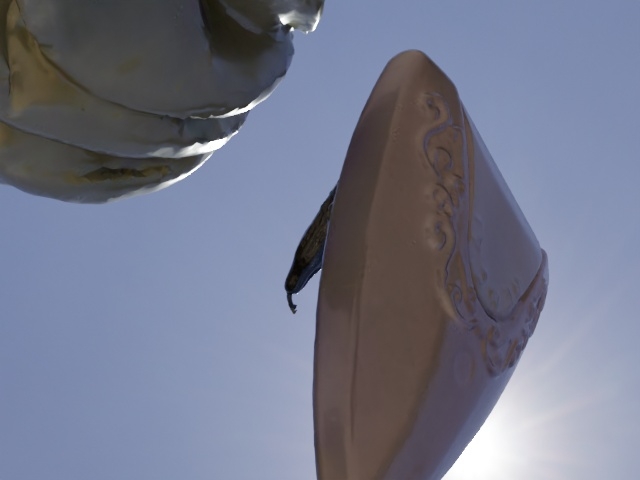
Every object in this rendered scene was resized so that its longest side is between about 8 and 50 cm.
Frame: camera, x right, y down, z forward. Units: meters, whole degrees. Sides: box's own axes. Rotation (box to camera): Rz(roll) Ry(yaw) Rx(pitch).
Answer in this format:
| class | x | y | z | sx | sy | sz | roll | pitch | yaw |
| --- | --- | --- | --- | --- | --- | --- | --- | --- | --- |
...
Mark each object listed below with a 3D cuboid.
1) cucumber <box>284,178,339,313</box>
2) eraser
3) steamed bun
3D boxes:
| class | x | y | z | sx | sy | sz | roll | pitch | yaw |
| --- | --- | --- | --- | --- | --- | --- | --- | --- | --- |
| cucumber | 0.000 | 0.000 | 0.932 | 0.163 | 0.043 | 0.039 | -54 | -160 | 22 |
| eraser | 0.065 | 0.046 | 0.518 | 0.059 | 0.204 | 0.243 | -6 | -135 | 36 |
| steamed bun | -0.074 | -0.149 | 0.425 | 0.207 | 0.268 | 0.280 | 9 | -97 | 10 |
